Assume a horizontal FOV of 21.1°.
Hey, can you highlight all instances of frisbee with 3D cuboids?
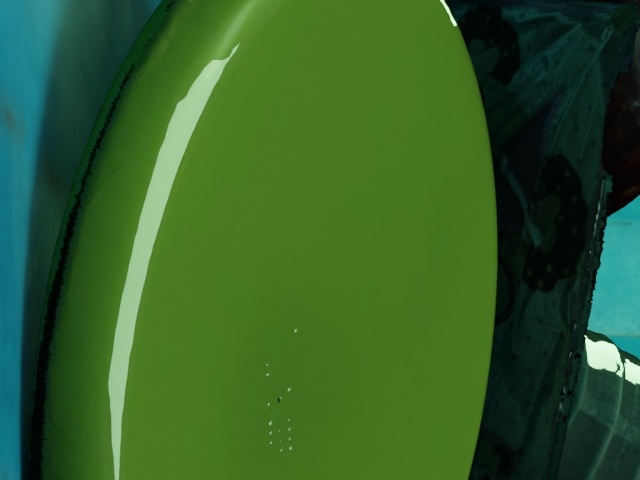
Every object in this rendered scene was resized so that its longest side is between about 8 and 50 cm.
[{"bbox_3d":[0.000,0.031,0.447,0.236,0.017,0.236,-27,121,-58],"label":"frisbee"}]

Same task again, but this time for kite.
[{"bbox_3d":[0.035,0.002,0.632,0.268,0.013,0.323,-48,-132,44],"label":"kite"}]

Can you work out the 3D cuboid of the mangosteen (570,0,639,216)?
[{"bbox_3d":[0.064,-0.119,0.819,0.261,0.235,0.236,9,79,-41],"label":"mangosteen"}]

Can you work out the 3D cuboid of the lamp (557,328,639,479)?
[{"bbox_3d":[0.082,0.152,0.757,0.265,0.233,0.233,-136,-133,-86],"label":"lamp"}]

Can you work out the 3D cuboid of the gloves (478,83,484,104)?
[{"bbox_3d":[0.004,-0.001,0.566,0.144,0.094,0.110,-63,155,-28],"label":"gloves"}]
